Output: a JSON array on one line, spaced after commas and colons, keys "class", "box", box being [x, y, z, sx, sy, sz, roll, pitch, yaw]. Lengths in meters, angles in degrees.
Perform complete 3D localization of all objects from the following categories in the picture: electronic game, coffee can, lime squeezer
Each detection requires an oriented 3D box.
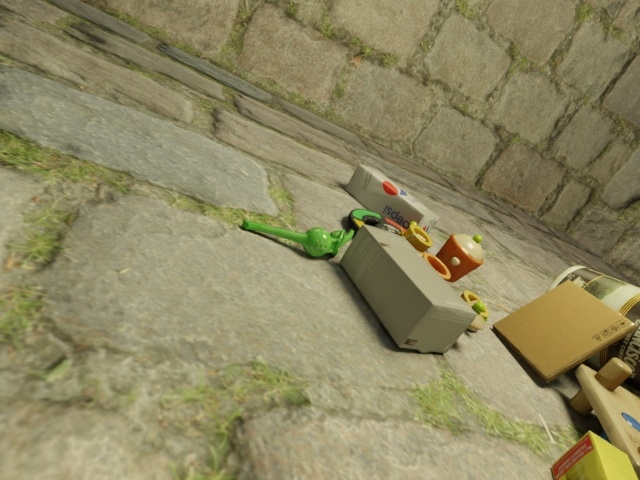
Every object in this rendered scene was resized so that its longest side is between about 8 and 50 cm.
[{"class": "electronic game", "box": [0.171, -0.011, 1.055, 0.229, 0.048, 0.229, 24, 23, -11]}, {"class": "coffee can", "box": [0.657, 0.196, 0.911, 0.201, 0.202, 0.275, 15, 10, -31]}, {"class": "lime squeezer", "box": [0.000, 0.000, 0.848, 0.109, 0.059, 0.310, 8, 4, 44]}]

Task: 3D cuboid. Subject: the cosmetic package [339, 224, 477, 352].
[{"class": "cosmetic package", "box": [0.149, 0.083, 0.764, 0.127, 0.107, 0.238, 15, 23, -37]}]

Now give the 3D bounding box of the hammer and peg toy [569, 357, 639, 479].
[{"class": "hammer and peg toy", "box": [0.546, 0.351, 0.632, 0.265, 0.127, 0.361, 31, 23, 5]}]

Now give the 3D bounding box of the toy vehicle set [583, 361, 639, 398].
[{"class": "toy vehicle set", "box": [0.763, 0.362, 0.986, 0.266, 0.035, 0.166, 22, 24, -18]}]

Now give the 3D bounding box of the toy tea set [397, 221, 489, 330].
[{"class": "toy tea set", "box": [0.290, 0.067, 0.889, 0.200, 0.124, 0.336, 27, 31, -22]}]

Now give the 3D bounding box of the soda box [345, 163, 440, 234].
[{"class": "soda box", "box": [0.205, -0.113, 1.246, 0.091, 0.098, 0.286, 3, 35, -47]}]

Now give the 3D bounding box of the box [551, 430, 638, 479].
[{"class": "box", "box": [0.329, 0.330, 0.478, 0.058, 0.087, 0.232, 34, 24, 11]}]

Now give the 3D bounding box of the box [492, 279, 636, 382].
[{"class": "box", "box": [0.489, 0.177, 0.865, 0.021, 0.201, 0.164, 61, -2, -32]}]
